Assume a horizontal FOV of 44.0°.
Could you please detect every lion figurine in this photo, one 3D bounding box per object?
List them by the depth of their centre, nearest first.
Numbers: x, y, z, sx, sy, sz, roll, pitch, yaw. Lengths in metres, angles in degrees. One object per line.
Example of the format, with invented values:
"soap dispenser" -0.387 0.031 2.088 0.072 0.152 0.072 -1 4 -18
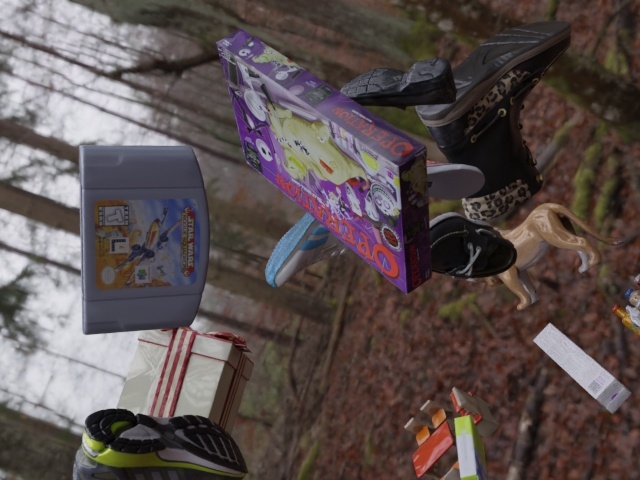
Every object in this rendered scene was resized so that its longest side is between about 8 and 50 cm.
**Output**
"lion figurine" 0.481 0.011 1.837 0.392 0.240 0.142 -39 -14 35

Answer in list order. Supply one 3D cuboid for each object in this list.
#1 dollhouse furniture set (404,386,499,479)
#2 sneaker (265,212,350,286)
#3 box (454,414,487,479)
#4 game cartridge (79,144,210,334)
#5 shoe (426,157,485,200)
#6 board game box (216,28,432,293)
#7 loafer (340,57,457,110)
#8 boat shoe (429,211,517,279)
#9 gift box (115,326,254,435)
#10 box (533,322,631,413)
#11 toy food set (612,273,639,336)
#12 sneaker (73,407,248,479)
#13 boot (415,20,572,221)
"dollhouse furniture set" 0.326 0.511 2.063 0.259 0.135 0.262 -53 23 21
"sneaker" 0.000 0.000 1.344 0.228 0.092 0.087 -47 19 -15
"box" 0.332 0.485 1.724 0.178 0.042 0.109 -85 -26 -51
"game cartridge" -0.273 -0.001 1.239 0.062 0.198 0.297 -142 52 -67
"shoe" 0.162 -0.109 1.226 0.081 0.178 0.063 -111 24 -45
"board game box" 0.001 -0.104 0.977 0.056 0.347 0.208 -36 -40 -18
"loafer" 0.106 -0.202 1.095 0.061 0.170 0.062 58 -136 -39
"boat shoe" 0.264 0.017 1.420 0.303 0.091 0.114 -8 -50 -51
"gift box" -0.300 0.323 1.837 0.276 0.255 0.258 82 -158 -69
"box" 0.601 0.290 1.842 0.067 0.063 0.324 -48 18 5
"toy food set" 0.731 0.139 1.806 0.111 0.104 0.232 -49 -29 1
"sneaker" -0.248 0.343 1.234 0.121 0.300 0.111 -55 37 19
"boot" 0.374 -0.239 1.562 0.377 0.138 0.284 -39 -58 -23
